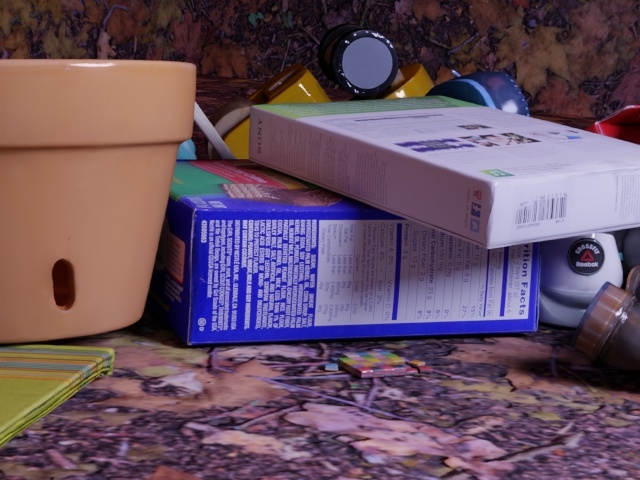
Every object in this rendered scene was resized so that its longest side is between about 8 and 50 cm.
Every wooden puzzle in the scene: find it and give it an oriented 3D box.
[{"bbox_3d":[0.042,0.095,1.062,0.083,0.006,0.049,-2,12,-27],"label":"wooden puzzle"}]

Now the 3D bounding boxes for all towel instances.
[{"bbox_3d":[-0.220,0.105,0.887,0.102,0.021,0.237,0,10,13],"label":"towel"}]

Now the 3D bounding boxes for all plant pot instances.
[{"bbox_3d":[-0.238,-0.035,1.073,0.290,0.204,0.291,-2,6,0],"label":"plant pot"}]

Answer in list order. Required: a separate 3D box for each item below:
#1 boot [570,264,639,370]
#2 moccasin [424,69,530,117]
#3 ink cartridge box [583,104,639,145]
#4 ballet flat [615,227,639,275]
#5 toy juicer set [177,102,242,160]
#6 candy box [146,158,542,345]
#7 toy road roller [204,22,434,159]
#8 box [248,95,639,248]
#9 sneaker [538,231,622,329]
[{"bbox_3d":[0.274,0.080,1.110,0.106,0.082,0.219,31,16,18],"label":"boot"},{"bbox_3d":[0.167,-0.102,1.489,0.116,0.138,0.342,-16,-10,-13],"label":"moccasin"},{"bbox_3d":[0.331,-0.076,1.600,0.134,0.078,0.231,-4,-19,-34],"label":"ink cartridge box"},{"bbox_3d":[0.390,-0.013,1.550,0.096,0.095,0.280,-5,3,39],"label":"ballet flat"},{"bbox_3d":[-0.158,-0.058,1.454,0.209,0.089,0.329,46,-18,-25],"label":"toy juicer set"},{"bbox_3d":[0.000,0.000,1.241,0.317,0.122,0.268,0,12,-21],"label":"candy box"},{"bbox_3d":[0.017,-0.148,1.992,0.329,0.241,0.202,-34,13,1],"label":"toy road roller"},{"bbox_3d":[0.120,-0.069,1.184,0.232,0.059,0.322,-7,20,-36],"label":"box"},{"bbox_3d":[0.229,-0.018,1.373,0.122,0.146,0.330,1,9,-8],"label":"sneaker"}]
